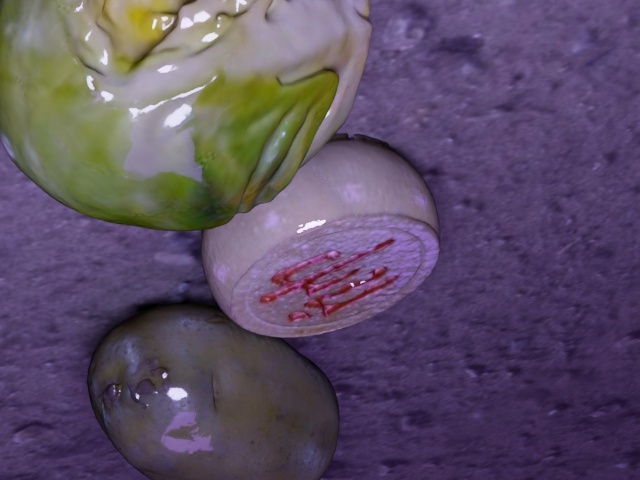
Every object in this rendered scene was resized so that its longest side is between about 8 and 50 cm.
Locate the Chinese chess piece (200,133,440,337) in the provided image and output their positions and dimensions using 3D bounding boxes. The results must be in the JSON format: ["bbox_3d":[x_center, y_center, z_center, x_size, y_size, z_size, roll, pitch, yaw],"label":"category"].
[{"bbox_3d":[0.000,0.000,1.966,0.270,0.112,0.270,-14,150,-8],"label":"Chinese chess piece"}]

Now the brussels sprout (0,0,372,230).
[{"bbox_3d":[-0.119,-0.153,1.505,0.344,0.268,0.344,-19,145,-14],"label":"brussels sprout"}]

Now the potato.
[{"bbox_3d":[-0.130,0.189,2.064,0.326,0.243,0.221,23,97,-34],"label":"potato"}]
